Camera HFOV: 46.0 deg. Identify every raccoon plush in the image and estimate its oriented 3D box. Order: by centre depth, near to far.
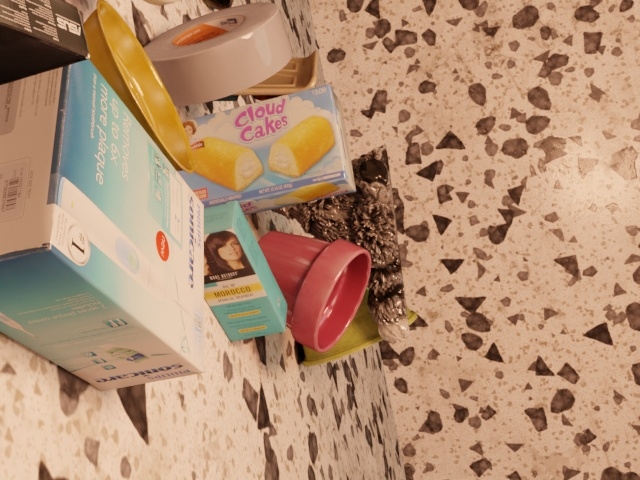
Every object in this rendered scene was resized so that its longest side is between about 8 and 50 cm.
[{"bbox_3d":[0.000,0.000,1.460,0.216,0.299,0.447,4,79,-84],"label":"raccoon plush"}]

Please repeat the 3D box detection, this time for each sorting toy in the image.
[{"bbox_3d":[-0.117,-0.285,1.281,0.307,0.228,0.041,-89,174,-63],"label":"sorting toy"}]

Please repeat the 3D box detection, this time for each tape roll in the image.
[{"bbox_3d":[-0.154,-0.279,1.119,0.219,0.219,0.072,-84,159,-57],"label":"tape roll"}]

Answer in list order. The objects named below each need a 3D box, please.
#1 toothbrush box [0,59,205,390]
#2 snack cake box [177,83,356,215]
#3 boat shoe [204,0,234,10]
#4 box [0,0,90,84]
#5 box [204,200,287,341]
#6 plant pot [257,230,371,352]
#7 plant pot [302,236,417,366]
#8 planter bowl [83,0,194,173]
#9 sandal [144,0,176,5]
[{"bbox_3d":[-0.224,-0.005,0.734,0.295,0.126,0.216,63,19,-57],"label":"toothbrush box"},{"bbox_3d":[-0.090,-0.128,1.160,0.089,0.264,0.152,33,46,-74],"label":"snack cake box"},{"bbox_3d":[-0.211,-0.509,1.428,0.228,0.081,0.069,32,43,-78],"label":"boat shoe"},{"bbox_3d":[-0.272,-0.124,0.467,0.190,0.184,0.045,-14,93,-80],"label":"box"},{"bbox_3d":[-0.135,0.054,1.172,0.060,0.100,0.244,-89,163,-46],"label":"box"},{"bbox_3d":[-0.032,0.074,1.354,0.201,0.180,0.201,-50,154,-36],"label":"plant pot"},{"bbox_3d":[0.037,0.106,1.665,0.254,0.276,0.276,66,11,0],"label":"plant pot"},{"bbox_3d":[-0.235,-0.156,0.870,0.217,0.090,0.217,64,3,-5],"label":"planter bowl"},{"bbox_3d":[-0.305,-0.426,0.832,0.416,0.102,0.169,52,43,-31],"label":"sandal"}]
